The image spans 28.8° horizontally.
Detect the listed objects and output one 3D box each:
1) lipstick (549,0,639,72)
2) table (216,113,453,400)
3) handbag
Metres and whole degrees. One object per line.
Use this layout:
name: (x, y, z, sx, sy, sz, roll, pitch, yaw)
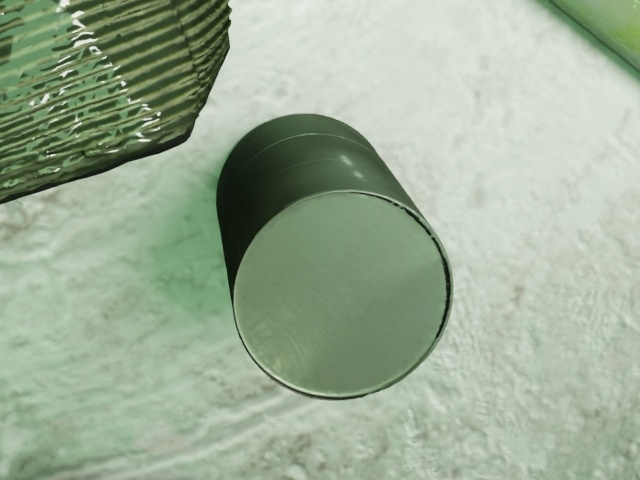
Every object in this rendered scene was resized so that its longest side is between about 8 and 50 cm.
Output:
lipstick: (0.173, -0.186, 0.824, 0.304, 0.076, 0.076, 36, 101, -14)
table: (0.000, 0.000, 0.789, 0.126, 0.220, 0.126, -2, 106, -6)
handbag: (-0.237, -0.139, 0.708, 0.341, 0.247, 0.240, -18, 107, 7)
